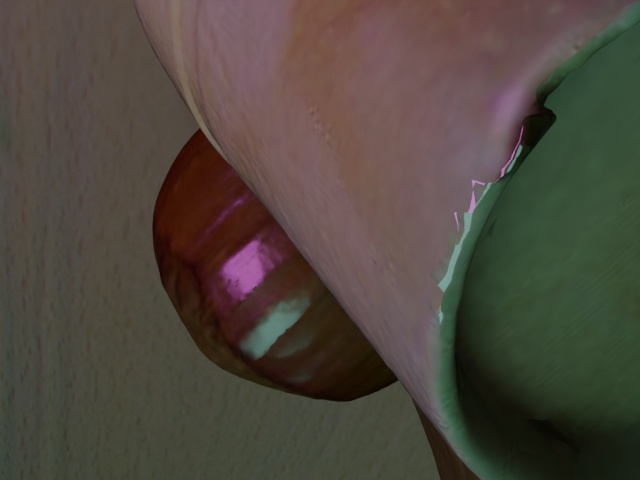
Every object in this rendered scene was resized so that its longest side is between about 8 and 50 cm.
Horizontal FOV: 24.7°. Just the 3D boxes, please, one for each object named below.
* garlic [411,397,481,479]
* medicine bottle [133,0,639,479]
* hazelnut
[{"bbox_3d":[0.153,0.172,1.175,0.143,0.112,0.318,-1,132,37],"label":"garlic"},{"bbox_3d":[0.050,-0.109,0.594,0.406,0.236,0.235,53,176,45],"label":"medicine bottle"},{"bbox_3d":[-0.002,0.004,0.917,0.210,0.186,0.210,34,156,17],"label":"hazelnut"}]
